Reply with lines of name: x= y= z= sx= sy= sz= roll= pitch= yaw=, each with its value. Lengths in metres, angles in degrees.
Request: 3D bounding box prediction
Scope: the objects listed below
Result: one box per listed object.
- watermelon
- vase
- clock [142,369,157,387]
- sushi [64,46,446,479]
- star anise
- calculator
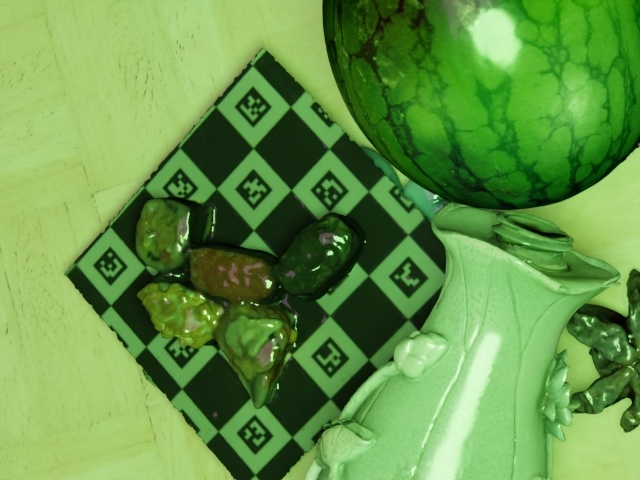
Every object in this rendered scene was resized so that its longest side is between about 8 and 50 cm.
watermelon: x=0.171 y=-0.205 z=1.660 sx=0.363 sy=0.363 sz=0.363 roll=0 pitch=91 yaw=19
vase: x=0.131 y=0.187 z=1.720 sx=0.250 sy=0.250 sz=0.445 roll=24 pitch=105 yaw=17
clock: x=-0.161 y=0.130 z=1.955 sx=0.074 sy=0.010 sz=0.083 roll=32 pitch=100 yaw=16
sushi: x=-0.074 y=0.039 z=1.855 sx=0.359 sy=0.064 sz=0.343 roll=-46 pitch=76 yaw=18
star anise: x=0.333 y=0.137 z=1.741 sx=0.209 sy=0.089 sz=0.231 roll=-37 pitch=68 yaw=24
calculator: x=0.000 y=0.000 z=1.879 sx=0.303 sy=0.042 sz=0.188 roll=-16 pitch=85 yaw=22
